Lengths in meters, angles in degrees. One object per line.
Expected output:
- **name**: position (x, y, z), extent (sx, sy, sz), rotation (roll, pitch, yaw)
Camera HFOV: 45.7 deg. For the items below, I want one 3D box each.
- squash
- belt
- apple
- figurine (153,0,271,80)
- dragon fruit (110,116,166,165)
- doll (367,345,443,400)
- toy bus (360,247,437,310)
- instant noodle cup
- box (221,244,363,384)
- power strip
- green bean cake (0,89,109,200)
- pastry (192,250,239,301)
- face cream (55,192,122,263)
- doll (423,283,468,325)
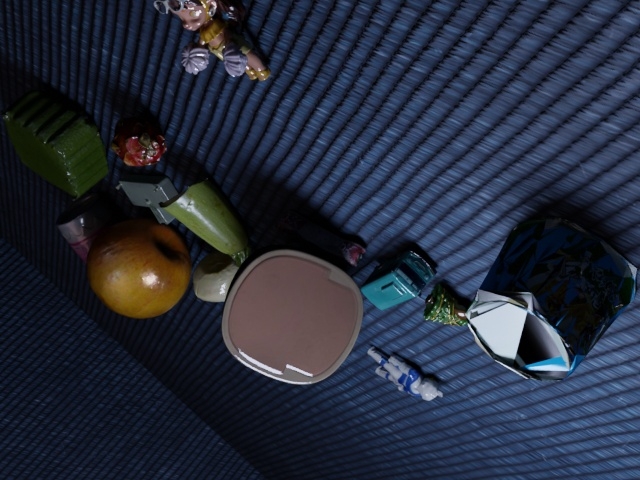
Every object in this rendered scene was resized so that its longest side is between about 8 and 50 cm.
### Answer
- **squash**: position (-0.248, -0.048, 1.885), extent (0.287, 0.137, 0.137), rotation (41, 155, -28)
- **belt**: position (0.000, 0.000, 1.672), extent (0.232, 0.053, 0.071), rotation (26, 150, 32)
- **apple**: position (-0.507, 0.072, 2.165), extent (0.275, 0.299, 0.299), rotation (-29, 108, 36)
- **figurine**: position (-0.181, -0.366, 1.330), extent (0.175, 0.116, 0.240), rotation (12, 146, 46)
- **dragon fruit**: position (-0.444, -0.233, 1.853), extent (0.246, 0.125, 0.125), rotation (173, 83, -78)
- **doll**: position (0.215, 0.339, 1.866), extent (0.227, 0.057, 0.114), rotation (26, 142, 45)
- **toy bus**: position (0.156, 0.082, 1.546), extent (0.079, 0.092, 0.160), rotation (44, 152, -6)
- **instant noodle cup**: position (0.362, 0.105, 1.230), extent (0.240, 0.178, 0.240), rotation (30, 149, 21)
- **box**: position (-0.068, 0.145, 1.671), extent (0.301, 0.301, 0.216), rotation (48, 180, -10)
- **power strip**: position (-0.458, -0.109, 2.084), extent (0.216, 0.061, 0.145), rotation (8, 136, 47)
- **green bean cake**: position (-0.726, -0.270, 2.096), extent (0.250, 0.156, 0.247), rotation (32, 151, 18)
- **pastry**: position (-0.271, 0.096, 2.038), extent (0.156, 0.156, 0.092), rotation (14, 137, 41)
- **face cream**: position (-0.707, -0.026, 2.390), extent (0.175, 0.175, 0.195), rotation (4, 135, 49)
- **doll**: position (0.258, 0.150, 1.528), extent (0.113, 0.076, 0.078), rotation (42, 158, 1)
